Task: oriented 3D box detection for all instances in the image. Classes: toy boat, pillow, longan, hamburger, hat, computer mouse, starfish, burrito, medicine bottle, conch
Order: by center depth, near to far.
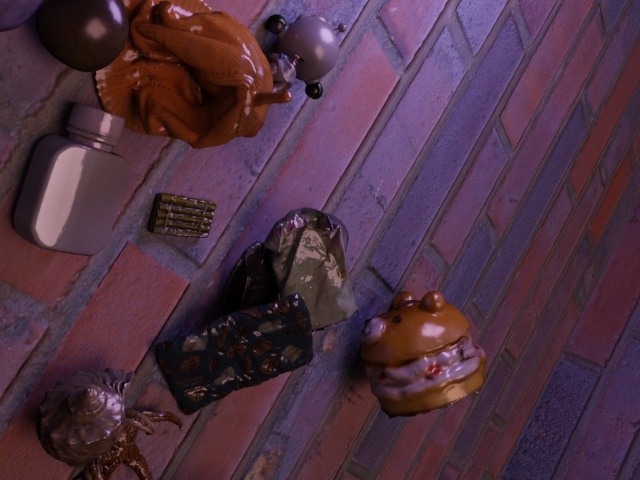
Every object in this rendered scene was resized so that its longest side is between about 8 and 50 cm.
[{"bbox_3d":[-0.278,-0.255,0.855,0.119,0.106,0.106,40,75,-37],"label":"longan"},{"bbox_3d":[-0.304,-0.077,0.935,0.119,0.069,0.183,13,98,-53],"label":"medicine bottle"},{"bbox_3d":[-0.125,-0.215,0.954,0.233,0.233,0.244,-34,133,-39],"label":"hat"},{"bbox_3d":[-0.318,0.250,1.039,0.155,0.130,0.207,-30,154,-35],"label":"conch"},{"bbox_3d":[-0.207,-0.036,1.125,0.115,0.016,0.063,6,102,-53],"label":"toy boat"},{"bbox_3d":[-0.300,0.343,1.150,0.189,0.074,0.146,-60,156,-9],"label":"starfish"},{"bbox_3d":[-0.133,0.187,1.232,0.256,0.034,0.188,-19,134,-10],"label":"pillow"},{"bbox_3d":[-0.018,0.049,1.253,0.144,0.089,0.228,-17,125,-12],"label":"burrito"},{"bbox_3d":[-0.120,0.091,1.266,0.106,0.062,0.192,-1,103,-51],"label":"computer mouse"},{"bbox_3d":[0.214,0.233,1.614,0.276,0.276,0.236,-19,93,-46],"label":"hamburger"}]

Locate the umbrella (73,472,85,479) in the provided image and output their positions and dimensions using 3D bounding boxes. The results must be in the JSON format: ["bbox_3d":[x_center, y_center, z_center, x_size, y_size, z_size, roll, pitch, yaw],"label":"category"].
[{"bbox_3d":[-0.389,0.383,1.108,0.149,0.022,0.022,-42,179,-32],"label":"umbrella"}]

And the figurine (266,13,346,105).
[{"bbox_3d":[-0.043,-0.278,1.153,0.197,0.093,0.147,-41,115,-21],"label":"figurine"}]

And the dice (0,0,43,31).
[{"bbox_3d":[-0.360,-0.317,0.565,0.270,0.271,0.270,-5,112,-51],"label":"dice"}]

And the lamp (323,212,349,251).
[{"bbox_3d":[0.000,0.000,1.336,0.105,0.105,0.105,-28,128,-42],"label":"lamp"}]
